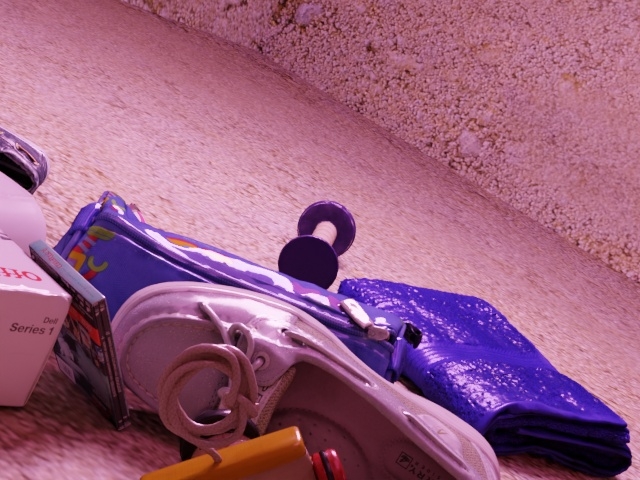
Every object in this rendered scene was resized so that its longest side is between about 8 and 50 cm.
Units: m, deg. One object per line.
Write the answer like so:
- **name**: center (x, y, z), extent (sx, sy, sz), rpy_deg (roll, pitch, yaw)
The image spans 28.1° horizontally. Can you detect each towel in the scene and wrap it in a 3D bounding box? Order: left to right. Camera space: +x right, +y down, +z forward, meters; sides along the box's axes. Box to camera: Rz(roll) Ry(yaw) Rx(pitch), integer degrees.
- **towel**: center (0.174, 0.132, 1.368), extent (0.227, 0.076, 0.308), rpy_deg (18, 14, -36)

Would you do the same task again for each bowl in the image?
- **bowl**: center (-0.322, -0.039, 1.142), extent (0.142, 0.053, 0.142), rpy_deg (31, 13, 32)

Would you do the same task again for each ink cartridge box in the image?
- **ink cartridge box**: center (-0.295, 0.017, 0.858), extent (0.160, 0.093, 0.219), rpy_deg (12, 19, -47)

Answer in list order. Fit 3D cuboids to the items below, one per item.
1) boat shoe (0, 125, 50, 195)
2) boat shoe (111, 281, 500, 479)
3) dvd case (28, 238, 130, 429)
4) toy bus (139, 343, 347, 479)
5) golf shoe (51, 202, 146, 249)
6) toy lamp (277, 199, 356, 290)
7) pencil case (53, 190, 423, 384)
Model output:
- **boat shoe**: center (-0.362, -0.101, 1.289), extent (0.183, 0.065, 0.083), rpy_deg (24, 11, -11)
- **boat shoe**: center (-0.006, 0.131, 0.922), extent (0.320, 0.118, 0.103), rpy_deg (31, 7, -8)
- **dvd case**: center (-0.168, 0.066, 0.891), extent (0.013, 0.119, 0.087), rpy_deg (-28, 43, -29)
- **toy bus**: center (-0.032, 0.148, 0.604), extent (0.191, 0.202, 0.104), rpy_deg (27, 10, -18)
- **golf shoe**: center (-0.189, 0.018, 1.175), extent (0.086, 0.067, 0.186), rpy_deg (52, 11, -5)
- **toy lamp**: center (0.000, 0.000, 1.571), extent (0.080, 0.080, 0.275), rpy_deg (26, 11, 0)
- **pencil case**: center (-0.073, 0.066, 1.024), extent (0.306, 0.133, 0.119), rpy_deg (24, 41, -4)
